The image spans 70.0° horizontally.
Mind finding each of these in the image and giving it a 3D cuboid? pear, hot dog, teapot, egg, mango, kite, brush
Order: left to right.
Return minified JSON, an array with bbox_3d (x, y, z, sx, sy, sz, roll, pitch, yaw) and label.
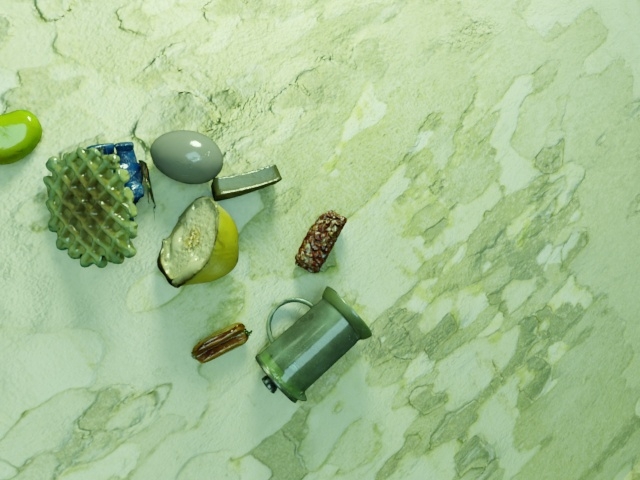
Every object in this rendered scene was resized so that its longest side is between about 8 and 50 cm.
[{"bbox_3d":[-0.789,-0.258,1.154,0.163,0.089,0.117,-25,100,-16],"label":"mango"},{"bbox_3d":[-0.469,-0.158,1.246,0.010,0.182,0.160,-10,52,-11],"label":"kite"},{"bbox_3d":[-0.367,-0.230,1.260,0.199,0.146,0.146,8,90,1],"label":"egg"},{"bbox_3d":[-0.308,0.025,1.285,0.178,0.267,0.266,28,83,-41],"label":"pear"},{"bbox_3d":[-0.294,0.301,1.358,0.189,0.055,0.072,-24,103,-15],"label":"hot dog"},{"bbox_3d":[-0.217,-0.168,1.324,0.197,0.123,0.059,-18,95,-17],"label":"brush"},{"bbox_3d":[-0.052,0.301,1.378,0.337,0.200,0.270,-42,78,-10],"label":"teapot"}]

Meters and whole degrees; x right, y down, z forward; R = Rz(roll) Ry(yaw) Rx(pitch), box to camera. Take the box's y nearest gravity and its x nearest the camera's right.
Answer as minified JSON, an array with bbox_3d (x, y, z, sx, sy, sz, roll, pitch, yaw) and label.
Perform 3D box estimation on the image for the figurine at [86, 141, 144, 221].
[{"bbox_3d":[-0.536,-0.139,1.230,0.164,0.121,0.262,17,109,17],"label":"figurine"}]

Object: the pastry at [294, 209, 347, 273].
[{"bbox_3d":[0.000,0.000,1.414,0.097,0.115,0.208,31,85,-5],"label":"pastry"}]

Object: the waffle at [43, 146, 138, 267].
[{"bbox_3d":[-0.589,-0.081,1.168,0.292,0.056,0.308,-1,102,23],"label":"waffle"}]
